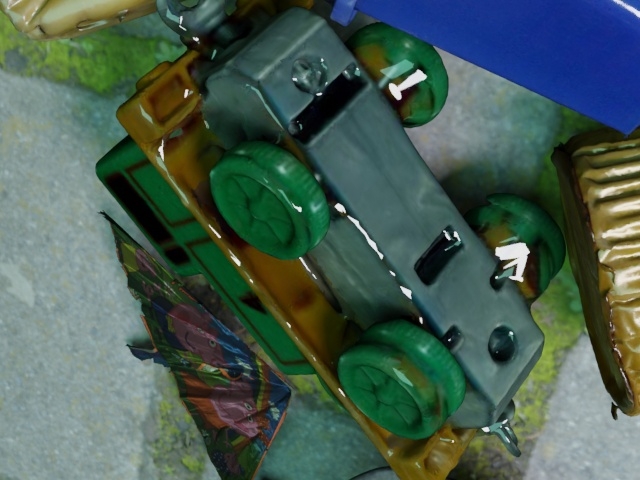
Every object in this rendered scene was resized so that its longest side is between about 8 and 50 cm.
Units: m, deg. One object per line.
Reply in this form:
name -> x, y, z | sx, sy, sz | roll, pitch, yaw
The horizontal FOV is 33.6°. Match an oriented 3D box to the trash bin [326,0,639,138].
trash bin -> 0.129, -0.182, 0.621 | 0.235, 0.162, 0.184 | 31, 159, 0

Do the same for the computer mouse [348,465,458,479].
computer mouse -> 0.133, 0.326, 0.835 | 0.203, 0.114, 0.374 | -45, 113, 6

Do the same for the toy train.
toy train -> 0.000, 0.000, 0.775 | 0.249, 0.178, 0.429 | -13, 119, 53

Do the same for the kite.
kite -> -0.091, 0.116, 0.905 | 0.234, 0.016, 0.321 | 2, 121, 47

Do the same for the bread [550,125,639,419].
bread -> 0.226, 0.016, 0.713 | 0.104, 0.199, 0.199 | -12, 106, 9

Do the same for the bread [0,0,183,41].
bread -> -0.123, -0.238, 0.749 | 0.241, 0.107, 0.136 | -21, 110, 4
